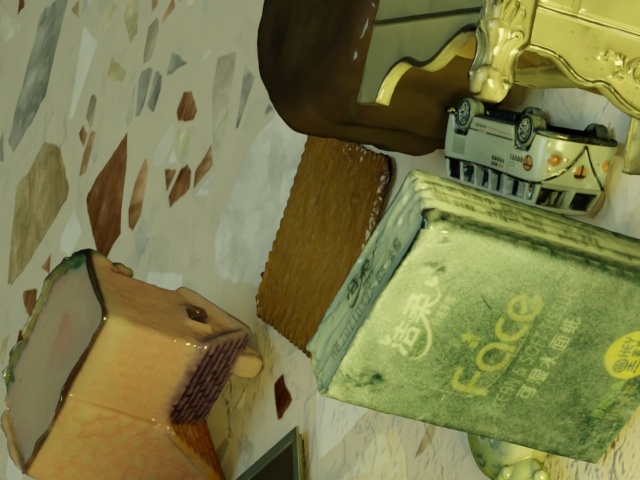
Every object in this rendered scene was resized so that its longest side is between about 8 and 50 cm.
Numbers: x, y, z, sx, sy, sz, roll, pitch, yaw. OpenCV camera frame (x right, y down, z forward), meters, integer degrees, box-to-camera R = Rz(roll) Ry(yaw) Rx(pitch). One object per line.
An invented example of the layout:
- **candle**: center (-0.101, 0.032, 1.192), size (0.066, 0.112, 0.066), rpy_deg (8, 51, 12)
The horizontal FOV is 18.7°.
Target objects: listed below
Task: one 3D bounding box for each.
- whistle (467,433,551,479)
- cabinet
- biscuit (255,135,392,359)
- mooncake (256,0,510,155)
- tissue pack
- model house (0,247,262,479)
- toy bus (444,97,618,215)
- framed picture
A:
- **whistle**: center (0.173, 0.190, 1.621), size (0.104, 0.057, 0.198), rpy_deg (117, 147, -48)
- **cabinet**: center (0.217, -0.227, 1.464), size (0.227, 0.290, 0.318), rpy_deg (3, 81, 64)
- **biscuit**: center (0.000, 0.000, 2.113), size (0.232, 0.013, 0.237), rpy_deg (34, 108, 63)
- **mooncake**: center (0.080, -0.239, 1.875), size (0.324, 0.187, 0.324), rpy_deg (-44, 37, 48)
- **tissue pack**: center (0.143, 0.063, 1.500), size (0.185, 0.257, 0.081), rpy_deg (-61, 26, 28)
- **model house**: center (-0.206, 0.155, 2.203), size (0.237, 0.237, 0.202), rpy_deg (-62, 27, 17)
- **toy bus**: center (0.180, -0.071, 1.701), size (0.194, 0.087, 0.089), rpy_deg (23, 105, 64)
- **framed picture**: center (-0.059, 0.347, 2.050), size (0.197, 0.014, 0.252), rpy_deg (-45, 39, 47)
